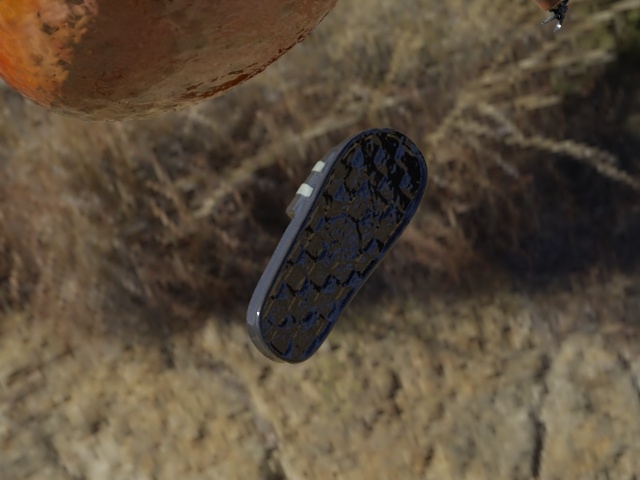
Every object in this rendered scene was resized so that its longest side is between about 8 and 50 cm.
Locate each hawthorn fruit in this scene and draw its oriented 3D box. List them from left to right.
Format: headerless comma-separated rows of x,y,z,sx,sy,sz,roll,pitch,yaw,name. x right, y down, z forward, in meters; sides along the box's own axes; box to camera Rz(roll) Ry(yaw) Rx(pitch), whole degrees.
-0.085,-0.216,0.945,0.299,0.275,0.275,-40,30,35,hawthorn fruit

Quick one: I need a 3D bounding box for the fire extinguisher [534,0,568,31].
0.147,-0.182,1.334,0.028,0.083,0.022,-47,26,-2,fire extinguisher

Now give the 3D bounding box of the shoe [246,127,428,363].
0.000,0.000,1.201,0.049,0.071,0.179,-5,46,53,shoe
